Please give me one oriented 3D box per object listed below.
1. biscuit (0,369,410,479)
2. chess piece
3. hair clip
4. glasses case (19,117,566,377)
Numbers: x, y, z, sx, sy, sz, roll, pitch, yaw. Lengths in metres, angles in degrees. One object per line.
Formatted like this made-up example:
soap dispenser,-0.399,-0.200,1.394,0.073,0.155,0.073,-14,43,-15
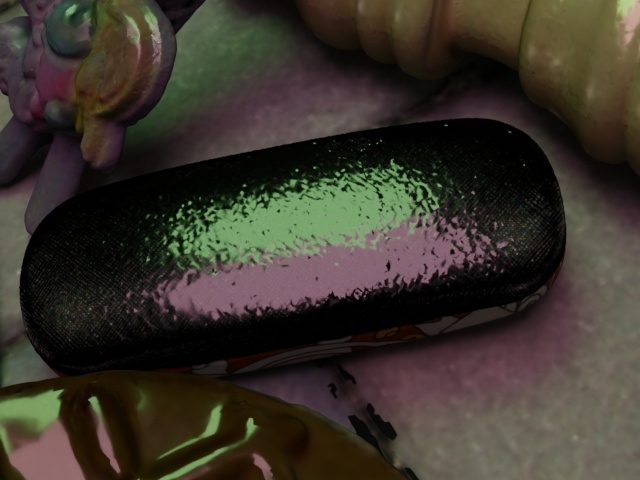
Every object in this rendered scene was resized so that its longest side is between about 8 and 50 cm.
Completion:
biscuit,-0.076,0.205,0.455,0.332,0.103,0.332,2,69,-5
chess piece,0.066,-0.140,0.683,0.307,0.124,0.138,20,101,23
hair clip,-0.097,-0.133,0.653,0.278,0.090,0.137,-49,66,8
glasses case,-0.015,0.006,0.618,0.267,0.067,0.103,-10,62,4
